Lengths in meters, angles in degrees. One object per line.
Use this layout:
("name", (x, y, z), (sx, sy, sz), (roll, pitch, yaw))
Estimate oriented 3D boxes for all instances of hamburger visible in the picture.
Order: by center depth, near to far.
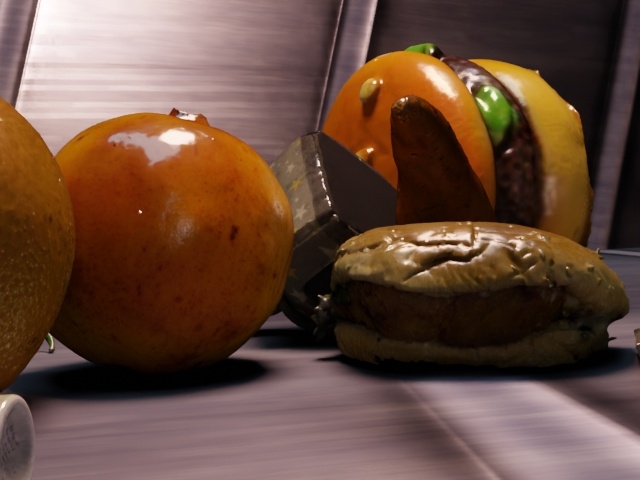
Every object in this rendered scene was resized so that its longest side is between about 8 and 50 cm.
("hamburger", (0.140, 0.049, 0.927), (0.309, 0.132, 0.211), (1, -2, 9))
("hamburger", (0.153, -0.084, 1.396), (0.278, 0.395, 0.396), (-3, 2, -32))

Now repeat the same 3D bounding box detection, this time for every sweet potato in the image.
("sweet potato", (0.136, -0.028, 1.086), (0.112, 0.359, 0.112), (-19, 36, 15))

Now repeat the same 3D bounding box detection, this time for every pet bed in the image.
("pet bed", (0.000, 0.000, 1.161), (0.183, 0.210, 0.159), (34, -63, -31))

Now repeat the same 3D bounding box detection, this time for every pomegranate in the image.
("pomegranate", (-0.153, -0.001, 0.938), (0.265, 0.264, 0.264), (-2, 1, 0))

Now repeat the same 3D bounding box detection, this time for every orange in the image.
("orange", (-0.317, 0.003, 0.736), (0.274, 0.274, 0.274), (-2, 1, 0))

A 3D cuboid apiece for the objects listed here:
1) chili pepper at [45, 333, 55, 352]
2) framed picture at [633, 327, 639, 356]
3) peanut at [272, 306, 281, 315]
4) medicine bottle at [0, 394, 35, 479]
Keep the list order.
("chili pepper", (-0.362, 0.099, 1.002), (0.100, 0.074, 0.257), (1, 6, 8))
("framed picture", (0.348, 0.058, 0.798), (0.189, 0.023, 0.260), (-21, -9, 16))
("peanut", (-0.146, 0.061, 1.186), (0.137, 0.122, 0.253), (-2, -4, 43))
("medicine bottle", (-0.265, 0.109, 0.494), (0.231, 0.059, 0.059), (-2, 1, 2))
